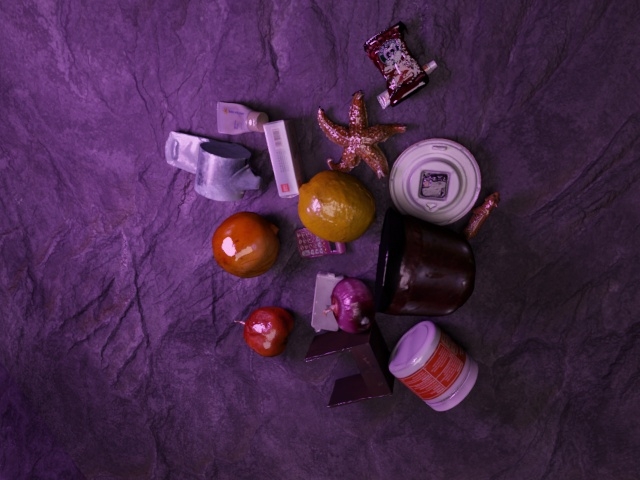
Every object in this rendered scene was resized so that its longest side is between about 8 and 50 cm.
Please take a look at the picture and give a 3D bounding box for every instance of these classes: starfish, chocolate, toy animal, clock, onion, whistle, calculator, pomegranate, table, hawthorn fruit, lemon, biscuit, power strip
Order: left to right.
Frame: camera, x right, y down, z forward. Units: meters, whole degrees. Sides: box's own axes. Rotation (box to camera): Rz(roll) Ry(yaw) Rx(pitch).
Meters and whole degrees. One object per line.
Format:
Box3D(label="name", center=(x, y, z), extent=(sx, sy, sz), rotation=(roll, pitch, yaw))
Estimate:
Box3D(label="whistle", center=(-0.404, -0.289, 1.663), extent=(0.404, 0.188, 0.168), rotation=(35, 122, 34))
Box3D(label="pomegranate", center=(-0.270, 0.016, 1.677), extent=(0.264, 0.264, 0.265), rotation=(4, 110, 10))
Box3D(label="hawthorn fruit", center=(-0.241, 0.360, 1.830), extent=(0.243, 0.207, 0.208), rotation=(18, 111, 9))
Box3D(label="calculator", center=(0.000, 0.000, 1.736), extent=(0.190, 0.034, 0.127), rotation=(-8, 108, 19))
Box3D(label="power strip", center=(0.031, 0.251, 1.808), extent=(0.117, 0.046, 0.271), rotation=(8, 109, 5))
Box3D(label="lemon", center=(0.062, -0.113, 1.565), extent=(0.310, 0.253, 0.254), rotation=(21, 114, -22))
Box3D(label="table", center=(0.125, 0.495, 1.802), extent=(0.281, 0.196, 0.251), rotation=(-21, 105, 20))
Box3D(label="onion", center=(0.131, 0.253, 1.700), extent=(0.200, 0.200, 0.208), rotation=(25, 95, 2))
Box3D(label="starfish", center=(0.141, -0.364, 1.542), extent=(0.311, 0.113, 0.304), rotation=(0, 110, 14))
Box3D(label="biscuit", center=(0.250, -0.578, 1.458), extent=(0.151, 0.063, 0.236), rotation=(-26, 95, 24))
Box3D(label="chocolate", center=(0.362, 0.098, 1.527), extent=(0.331, 0.384, 0.384), rotation=(8, 110, 5))
Box3D(label="clock", center=(0.398, -0.198, 1.562), extent=(0.318, 0.080, 0.319), rotation=(3, 109, 10))
Box3D(label="toy animal", center=(0.544, -0.072, 1.565), extent=(0.056, 0.099, 0.241), rotation=(30, 111, 0))

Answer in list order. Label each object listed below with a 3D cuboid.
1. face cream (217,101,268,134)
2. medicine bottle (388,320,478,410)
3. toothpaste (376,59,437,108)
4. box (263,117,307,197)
Box3D(label="face cream", center=(-0.294, -0.434, 1.607), extent=(0.224, 0.070, 0.114), rotation=(15, 113, 29))
Box3D(label="medicine bottle", center=(0.423, 0.472, 1.697), extent=(0.241, 0.252, 0.252), rotation=(42, 111, -5))
Box3D(label="toothpaste", center=(0.291, -0.526, 1.496), extent=(0.218, 0.033, 0.052), rotation=(-31, 92, 23))
Box3D(label="box", center=(-0.122, -0.297, 1.603), extent=(0.079, 0.135, 0.270), rotation=(-7, 106, 14))
